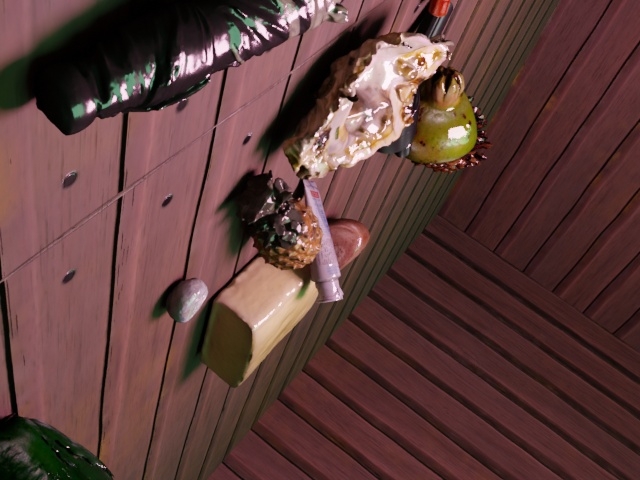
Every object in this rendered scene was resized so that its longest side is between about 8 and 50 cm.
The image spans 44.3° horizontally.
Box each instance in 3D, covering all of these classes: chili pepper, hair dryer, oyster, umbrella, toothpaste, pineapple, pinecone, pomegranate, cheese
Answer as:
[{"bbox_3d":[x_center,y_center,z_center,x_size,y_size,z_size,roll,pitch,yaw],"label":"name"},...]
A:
[{"bbox_3d":[-0.357,0.356,0.924,0.248,0.256,0.233,-52,180,-17],"label":"chili pepper"},{"bbox_3d":[0.174,-0.313,1.506,0.302,0.116,0.244,-60,172,-5],"label":"hair dryer"},{"bbox_3d":[0.064,-0.226,1.239,0.354,0.107,0.201,-35,150,-36],"label":"oyster"},{"bbox_3d":[-0.111,-0.202,0.728,0.357,0.106,0.113,-37,151,-34],"label":"umbrella"},{"bbox_3d":[0.000,0.000,1.495,0.089,0.057,0.234,2,80,-75],"label":"toothpaste"},{"bbox_3d":[-0.071,-0.031,1.285,0.128,0.128,0.248,-53,163,-7],"label":"pineapple"},{"bbox_3d":[0.297,-0.263,1.881,0.221,0.221,0.221,-51,168,-15],"label":"pinecone"},{"bbox_3d":[0.229,-0.250,1.643,0.159,0.190,0.241,-20,-177,-16],"label":"pomegranate"},{"bbox_3d":[-0.108,0.131,1.577,0.265,0.124,0.242,-44,168,-38],"label":"cheese"}]

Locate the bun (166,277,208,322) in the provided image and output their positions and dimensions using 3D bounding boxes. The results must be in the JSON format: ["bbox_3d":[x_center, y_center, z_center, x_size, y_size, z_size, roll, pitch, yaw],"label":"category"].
[{"bbox_3d":[-0.211,0.092,1.236,0.083,0.045,0.083,-51,171,-11],"label":"bun"}]

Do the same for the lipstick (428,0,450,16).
[{"bbox_3d":[0.215,-0.462,1.298,0.274,0.061,0.068,94,22,-69],"label":"lipstick"}]

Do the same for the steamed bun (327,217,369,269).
[{"bbox_3d":[0.031,0.016,1.862,0.175,0.106,0.145,-43,177,16],"label":"steamed bun"}]
